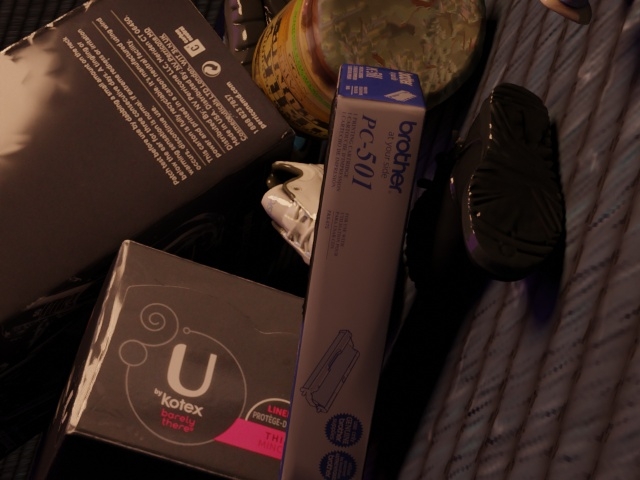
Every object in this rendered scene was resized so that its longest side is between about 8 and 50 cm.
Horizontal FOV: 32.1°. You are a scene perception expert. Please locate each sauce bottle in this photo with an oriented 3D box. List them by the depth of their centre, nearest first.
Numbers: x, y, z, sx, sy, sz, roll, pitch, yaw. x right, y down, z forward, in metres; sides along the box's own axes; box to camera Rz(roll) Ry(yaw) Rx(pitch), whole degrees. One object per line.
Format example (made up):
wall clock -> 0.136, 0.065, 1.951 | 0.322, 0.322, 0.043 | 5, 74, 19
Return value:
sauce bottle -> 0.011, -0.125, 0.799 | 0.344, 0.111, 0.111 | 176, 112, -78

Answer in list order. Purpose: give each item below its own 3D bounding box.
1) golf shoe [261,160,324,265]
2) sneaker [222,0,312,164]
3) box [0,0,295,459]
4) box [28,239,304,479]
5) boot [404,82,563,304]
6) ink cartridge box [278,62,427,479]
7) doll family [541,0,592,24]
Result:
golf shoe -> 0.000, 0.000, 0.719 | 0.176, 0.086, 0.069 | -105, 37, -65
sneaker -> -0.054, -0.186, 1.124 | 0.139, 0.125, 0.340 | 122, 164, -62
box -> -0.206, -0.001, 0.903 | 0.312, 0.179, 0.343 | -34, -13, -16
box -> -0.108, 0.144, 0.786 | 0.270, 0.165, 0.143 | 125, 160, -53
boot -> 0.070, -0.006, 0.523 | 0.099, 0.045, 0.121 | 121, 165, -46
ink cartridge box -> 0.016, 0.018, 0.585 | 0.097, 0.046, 0.207 | -82, 0, -71
doll family -> 0.124, -0.175, 0.464 | 0.193, 0.076, 0.111 | -102, 31, -42
